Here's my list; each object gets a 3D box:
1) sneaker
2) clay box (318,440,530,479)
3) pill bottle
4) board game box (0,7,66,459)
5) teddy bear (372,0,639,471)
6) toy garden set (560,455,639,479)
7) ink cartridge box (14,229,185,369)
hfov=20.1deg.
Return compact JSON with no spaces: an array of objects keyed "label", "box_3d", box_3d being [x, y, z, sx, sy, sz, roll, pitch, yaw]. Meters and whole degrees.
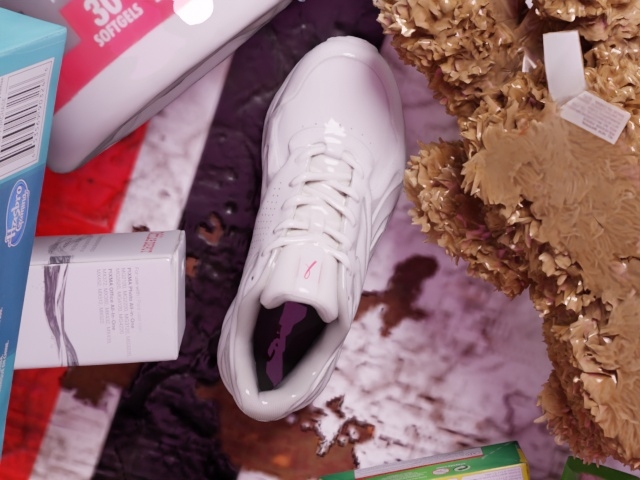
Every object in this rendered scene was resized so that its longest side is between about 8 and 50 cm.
[{"label":"sneaker","box_3d":[0.000,0.000,1.026,0.090,0.115,0.232,11,99,-3]},{"label":"clay box","box_3d":[0.080,0.243,1.099,0.127,0.053,0.222,-10,101,1]},{"label":"pill bottle","box_3d":[-0.170,-0.208,0.954,0.176,0.176,0.318,-38,94,4]},{"label":"board game box","box_3d":[-0.310,-0.035,0.939,0.336,0.079,0.254,20,114,18]},{"label":"teddy bear","box_3d":[0.152,-0.046,0.970,0.245,0.113,0.338,-40,83,24]},{"label":"toy garden set","box_3d":[0.229,0.257,1.021,0.244,0.049,0.204,17,110,10]},{"label":"ink cartridge box","box_3d":[-0.152,0.033,1.030,0.150,0.109,0.063,-2,98,-1]}]
